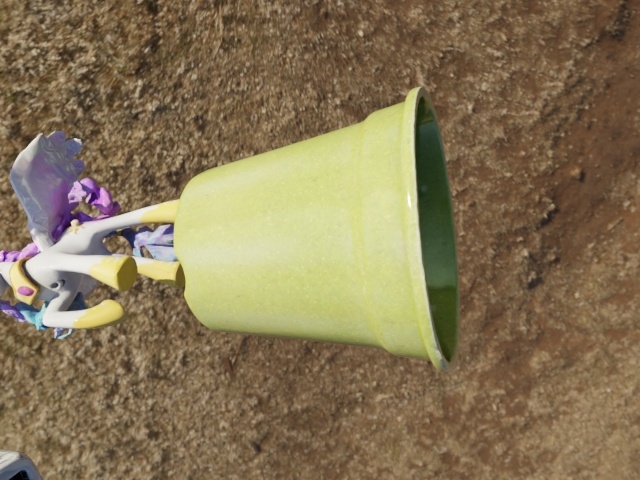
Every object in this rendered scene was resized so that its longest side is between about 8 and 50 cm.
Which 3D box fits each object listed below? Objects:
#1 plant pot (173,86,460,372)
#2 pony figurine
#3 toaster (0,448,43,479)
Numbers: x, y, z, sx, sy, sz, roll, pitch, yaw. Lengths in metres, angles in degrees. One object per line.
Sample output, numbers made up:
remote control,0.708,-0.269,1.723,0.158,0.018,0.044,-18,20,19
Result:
plant pot,0.000,0.000,0.631,0.253,0.276,0.276,-5,123,18
pony figurine,-0.385,0.010,0.945,0.363,0.351,0.303,-1,119,16
toaster,-0.447,0.368,0.806,0.146,0.129,0.227,-11,98,30
